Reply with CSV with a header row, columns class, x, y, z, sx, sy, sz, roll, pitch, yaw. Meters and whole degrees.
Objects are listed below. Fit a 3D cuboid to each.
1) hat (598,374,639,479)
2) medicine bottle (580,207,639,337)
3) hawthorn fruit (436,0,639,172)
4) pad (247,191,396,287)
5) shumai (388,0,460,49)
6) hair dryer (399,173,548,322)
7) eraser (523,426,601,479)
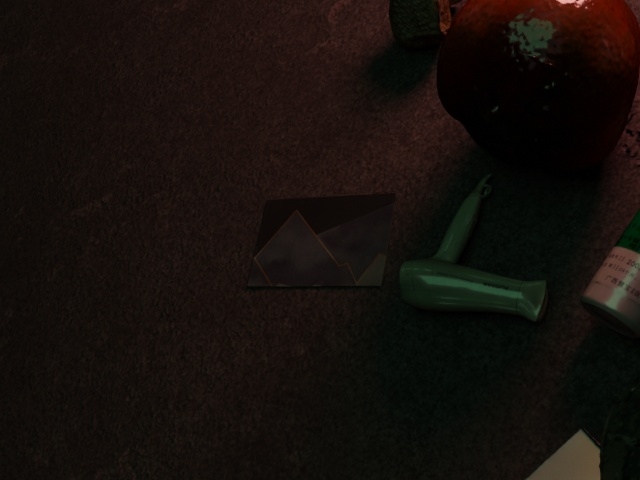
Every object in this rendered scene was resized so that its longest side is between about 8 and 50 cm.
class,x,y,z,sx,sy,sz,roll,pitch,yaw
hat,0.450,0.254,1.079,0.265,0.128,0.266,-3,84,33
medicine bottle,0.440,-0.003,1.244,0.095,0.095,0.260,29,81,36
hawthorn fruit,0.308,-0.242,1.340,0.294,0.295,0.311,-5,28,27
pad,0.000,0.000,1.541,0.243,0.004,0.164,-2,64,28
shumai,0.186,-0.389,1.589,0.116,0.146,0.145,-22,46,-29
hair dryer,0.236,0.001,1.387,0.206,0.075,0.237,6,59,23
eraser,0.304,0.318,1.191,0.150,0.023,0.104,-43,52,2
